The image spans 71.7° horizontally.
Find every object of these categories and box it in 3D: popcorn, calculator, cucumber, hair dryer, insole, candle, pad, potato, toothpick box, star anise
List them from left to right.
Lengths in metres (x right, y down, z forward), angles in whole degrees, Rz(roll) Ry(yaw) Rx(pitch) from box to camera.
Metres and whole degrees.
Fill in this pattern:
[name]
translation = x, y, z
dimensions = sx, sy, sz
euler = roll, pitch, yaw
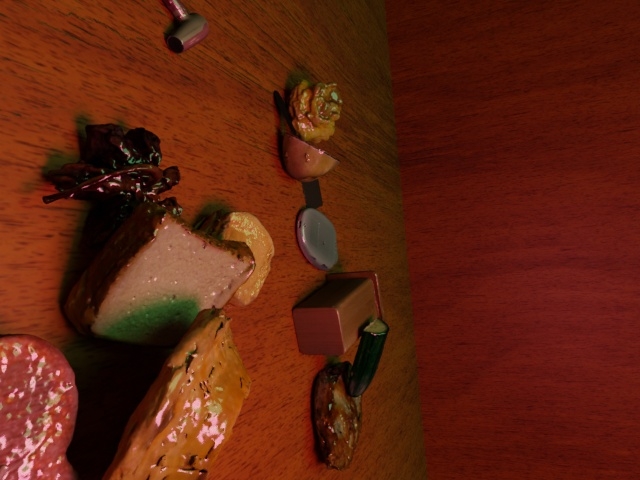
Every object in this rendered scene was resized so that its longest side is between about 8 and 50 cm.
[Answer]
[candle]
translation = -0.375, 0.255, 0.438
dimensions = 0.287, 0.131, 0.317
euler = 3, 81, -64
[star anise]
translation = -0.298, -0.086, 0.704
dimensions = 0.190, 0.125, 0.220
euler = 62, 29, -48
[hair dryer]
translation = -0.302, -0.468, 0.897
dimensions = 0.154, 0.053, 0.106
euler = 57, 38, -28
[insole]
translation = -0.104, -0.377, 1.307
dimensions = 0.053, 0.002, 0.153
euler = -9, 74, -66
[potato]
translation = -0.043, -0.231, 1.320
dimensions = 0.117, 0.182, 0.202
euler = -65, 167, 8
[pad]
translation = -0.036, -0.209, 1.481
dimensions = 0.143, 0.003, 0.212
euler = -32, 114, -64
[popcorn]
translation = -0.017, -0.403, 1.392
dimensions = 0.197, 0.155, 0.198
euler = -28, 122, -59
[calculator]
translation = 0.000, 0.000, 1.462
dimensions = 0.299, 0.041, 0.186
euler = 39, 49, -56
[toothpick box]
translation = 0.058, 0.227, 1.382
dimensions = 0.308, 0.187, 0.191
euler = -27, 110, -61
[cucumber]
translation = 0.145, 0.368, 1.346
dimensions = 0.115, 0.063, 0.244
euler = -6, 114, -61

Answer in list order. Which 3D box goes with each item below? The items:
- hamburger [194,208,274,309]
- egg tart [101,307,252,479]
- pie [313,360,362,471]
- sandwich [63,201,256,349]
[hamburger]
translation = -0.186, 0.036, 0.945
dimensions = 0.213, 0.108, 0.214
euler = -8, 90, -67
[egg tart]
translation = -0.199, 0.264, 0.659
dimensions = 0.341, 0.128, 0.341
euler = -61, -173, 13
[pie]
translation = 0.063, 0.549, 1.399
dimensions = 0.354, 0.102, 0.289
euler = -21, 103, -70
[sandwich]
translation = -0.246, 0.067, 0.718
dimensions = 0.226, 0.087, 0.251
euler = -55, 150, 0
